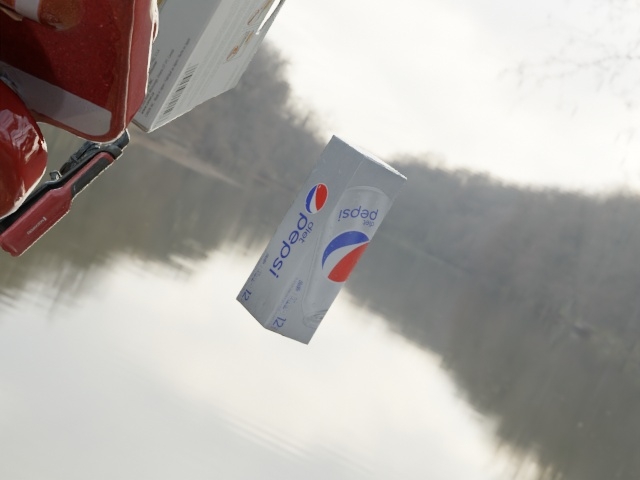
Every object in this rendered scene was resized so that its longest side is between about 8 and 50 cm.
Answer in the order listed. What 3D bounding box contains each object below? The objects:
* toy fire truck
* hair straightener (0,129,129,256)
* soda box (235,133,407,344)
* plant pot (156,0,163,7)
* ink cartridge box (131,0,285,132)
[{"bbox_3d":[-0.217,-0.175,0.657,0.302,0.169,0.254,26,-39,5],"label":"toy fire truck"},{"bbox_3d":[-0.330,-0.083,1.553,0.047,0.230,0.089,44,-1,-37],"label":"hair straightener"},{"bbox_3d":[0.000,0.000,1.749,0.091,0.286,0.098,25,9,-37],"label":"soda box"},{"bbox_3d":[-0.285,-0.408,1.939,0.032,0.236,0.236,37,-3,-27],"label":"plant pot"},{"bbox_3d":[-0.102,-0.268,1.365,0.060,0.275,0.239,37,27,4],"label":"ink cartridge box"}]
